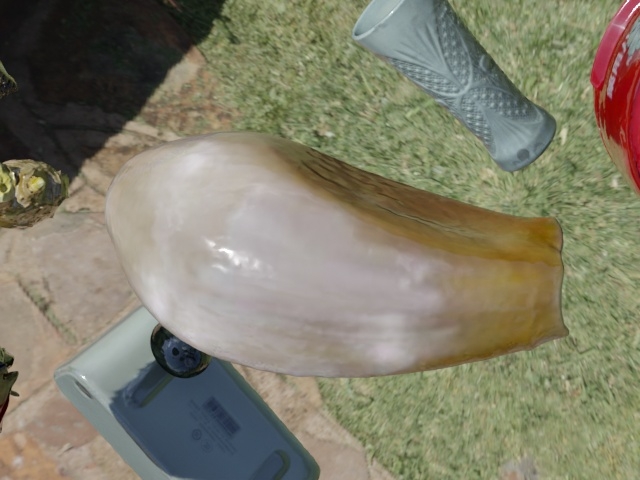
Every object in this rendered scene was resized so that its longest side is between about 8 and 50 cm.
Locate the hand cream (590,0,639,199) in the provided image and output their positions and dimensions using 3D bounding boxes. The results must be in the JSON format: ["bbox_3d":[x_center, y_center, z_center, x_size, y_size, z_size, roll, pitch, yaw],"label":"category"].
[{"bbox_3d":[0.321,-0.101,0.654,0.230,0.149,0.230,2,112,5],"label":"hand cream"}]

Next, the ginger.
[{"bbox_3d":[-0.466,-0.072,1.364,0.216,0.157,0.102,-14,77,47],"label":"ginger"}]

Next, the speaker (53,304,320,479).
[{"bbox_3d":[-0.194,0.286,1.358,0.406,0.183,0.184,50,60,-9],"label":"speaker"}]

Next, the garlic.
[{"bbox_3d":[-0.004,0.007,0.553,0.318,0.112,0.143,13,53,10],"label":"garlic"}]

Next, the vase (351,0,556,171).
[{"bbox_3d":[0.140,-0.163,0.891,0.219,0.096,0.096,40,101,-20],"label":"vase"}]

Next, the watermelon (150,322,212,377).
[{"bbox_3d":[-0.193,0.146,1.238,0.110,0.078,0.078,34,101,49],"label":"watermelon"}]

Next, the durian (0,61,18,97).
[{"bbox_3d":[-0.358,-0.193,0.955,0.052,0.130,0.066,-1,62,14],"label":"durian"}]

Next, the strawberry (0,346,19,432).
[{"bbox_3d":[-0.445,0.143,0.859,0.276,0.257,0.257,-33,84,-21],"label":"strawberry"}]
